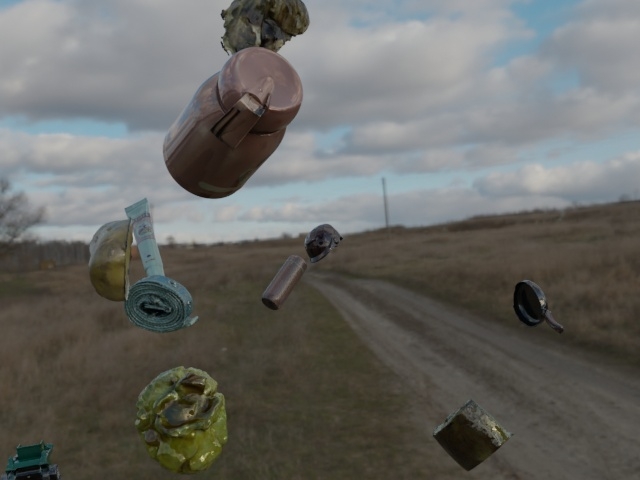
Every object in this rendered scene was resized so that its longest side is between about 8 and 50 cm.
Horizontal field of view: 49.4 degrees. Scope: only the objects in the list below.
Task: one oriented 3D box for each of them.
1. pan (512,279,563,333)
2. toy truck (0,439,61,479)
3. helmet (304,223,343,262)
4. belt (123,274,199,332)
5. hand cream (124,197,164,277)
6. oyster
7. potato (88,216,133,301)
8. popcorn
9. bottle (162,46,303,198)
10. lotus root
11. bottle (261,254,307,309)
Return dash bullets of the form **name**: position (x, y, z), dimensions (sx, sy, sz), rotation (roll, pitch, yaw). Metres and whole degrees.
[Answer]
- **pan**: position (0.518, 0.164, 1.628), dimensions (0.040, 0.114, 0.212), rotation (-11, 19, -12)
- **toy truck**: position (-0.623, 0.523, 1.533), dimensions (0.110, 0.216, 0.116), rotation (-7, 43, -12)
- **helmet**: position (0.000, 0.000, 1.809), dimensions (0.098, 0.070, 0.123), rotation (-32, 7, 29)
- **belt**: position (-0.409, 0.163, 1.758), dimensions (0.163, 0.147, 0.082), rotation (-13, 9, 11)
- **hand cream**: position (-0.553, 0.002, 2.212), dimensions (0.085, 0.331, 0.058), rotation (-29, -37, 6)
- **oyster**: position (-0.110, -0.461, 1.478), dimensions (0.094, 0.166, 0.294), rotation (-16, 35, 35)
- **potato**: position (-0.397, 0.030, 1.307), dimensions (0.081, 0.164, 0.200), rotation (3, 14, -15)
- **popcorn**: position (-0.347, 0.454, 1.780), dimensions (0.224, 0.270, 0.258), rotation (2, 11, -33)
- **bottle**: position (-0.153, -0.191, 1.195), dimensions (0.297, 0.173, 0.206), rotation (-34, 20, 51)
- **lotus root**: position (0.327, 0.414, 1.496), dimensions (0.138, 0.119, 0.235), rotation (-43, -20, 6)
- **bottle**: position (-0.085, 0.099, 1.648), dimensions (0.053, 0.053, 0.140), rotation (-5, 42, 48)
